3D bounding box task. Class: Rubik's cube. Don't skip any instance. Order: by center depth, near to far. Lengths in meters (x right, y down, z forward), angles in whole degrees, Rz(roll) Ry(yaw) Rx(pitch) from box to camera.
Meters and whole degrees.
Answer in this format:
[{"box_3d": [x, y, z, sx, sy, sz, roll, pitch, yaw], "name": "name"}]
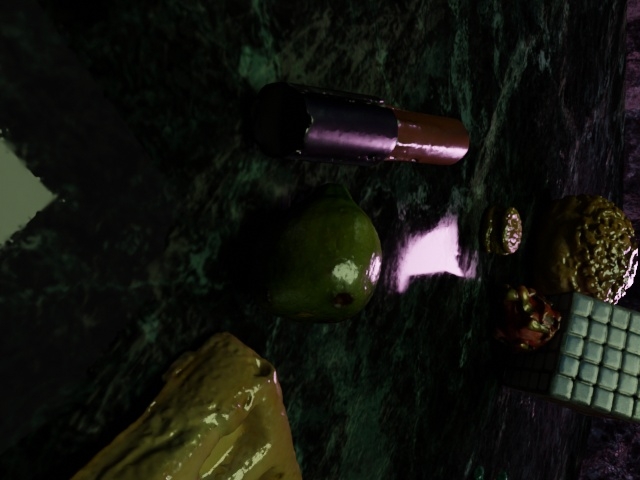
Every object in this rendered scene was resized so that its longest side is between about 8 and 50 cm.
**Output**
[{"box_3d": [0.595, 0.264, 1.193, 0.238, 0.237, 0.237, 122, -13, -77], "name": "Rubik's cube"}]

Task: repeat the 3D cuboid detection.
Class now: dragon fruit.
[{"box_3d": [0.440, 0.164, 1.129, 0.208, 0.150, 0.133, 51, 27, -38], "name": "dragon fruit"}]

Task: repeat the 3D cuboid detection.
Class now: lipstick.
[{"box_3d": [0.082, -0.124, 0.608, 0.418, 0.077, 0.077, -10, 105, -54], "name": "lipstick"}]

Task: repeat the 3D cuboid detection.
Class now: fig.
[{"box_3d": [0.000, 0.000, 0.495, 0.123, 0.123, 0.156, 44, 46, -49], "name": "fig"}]

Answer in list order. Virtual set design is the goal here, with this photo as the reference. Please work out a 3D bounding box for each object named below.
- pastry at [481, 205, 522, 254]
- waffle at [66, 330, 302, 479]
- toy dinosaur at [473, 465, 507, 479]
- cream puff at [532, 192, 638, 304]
[{"box_3d": [0.359, -0.020, 1.030, 0.109, 0.057, 0.097, -22, 113, -51], "name": "pastry"}, {"box_3d": [-0.111, 0.293, 0.430, 0.304, 0.077, 0.349, -39, 127, -45], "name": "waffle"}, {"box_3d": [0.380, 0.579, 1.165, 0.259, 0.094, 0.153, -34, 124, -55], "name": "toy dinosaur"}, {"box_3d": [0.703, 0.040, 1.374, 0.343, 0.231, 0.327, 25, 73, -53], "name": "cream puff"}]
